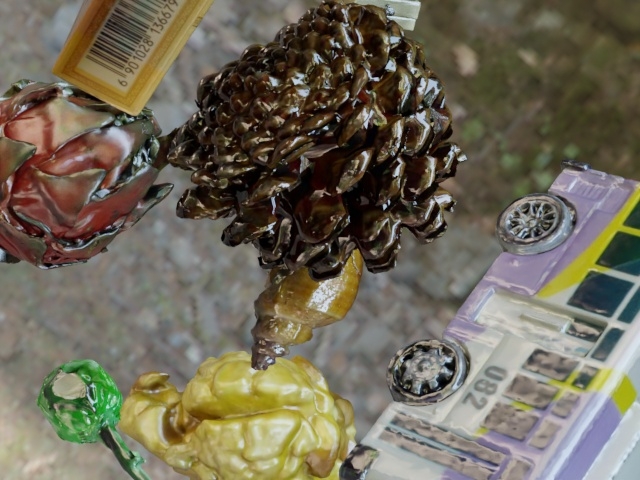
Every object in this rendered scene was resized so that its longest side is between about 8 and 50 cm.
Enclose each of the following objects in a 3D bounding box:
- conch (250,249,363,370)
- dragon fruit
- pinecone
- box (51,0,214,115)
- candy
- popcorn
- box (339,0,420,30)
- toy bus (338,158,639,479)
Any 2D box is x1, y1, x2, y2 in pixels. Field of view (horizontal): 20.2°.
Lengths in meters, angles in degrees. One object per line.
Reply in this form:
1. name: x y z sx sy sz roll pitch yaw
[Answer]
1. conch: -0.004 0.002 1.486 0.086 0.080 0.232 16 66 -12
2. dragon fruit: -0.231 -0.062 1.582 0.182 0.188 0.182 26 21 -11
3. pinecone: 0.009 -0.065 1.355 0.221 0.221 0.221 30 29 -18
4. box: -0.085 -0.240 1.268 0.076 0.274 0.174 27 43 -14
5. candy: -0.209 0.254 2.019 0.097 0.097 0.323 2 35 -50
6. popcorn: -0.101 0.256 2.355 0.332 0.265 0.225 17 63 1
7. box: 0.059 -0.262 1.969 0.079 0.035 0.083 4 25 -22
8. toy bus: 0.239 0.155 1.782 0.249 0.209 0.440 18 57 37
